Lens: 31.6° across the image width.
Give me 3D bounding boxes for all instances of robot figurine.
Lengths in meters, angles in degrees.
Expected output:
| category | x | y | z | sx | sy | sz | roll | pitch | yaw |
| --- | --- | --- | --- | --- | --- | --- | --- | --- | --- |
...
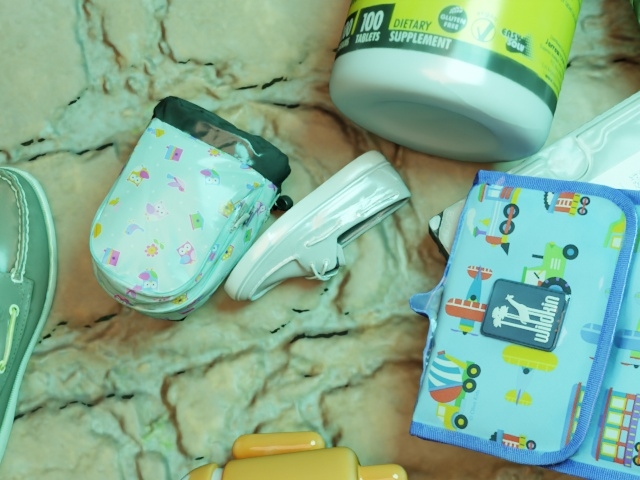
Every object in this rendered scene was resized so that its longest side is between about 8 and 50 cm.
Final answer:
| category | x | y | z | sx | sy | sz | roll | pitch | yaw |
| --- | --- | --- | --- | --- | --- | --- | --- | --- | --- |
| robot figurine | -0.033 | 0.237 | 0.912 | 0.219 | 0.128 | 0.158 | -8 | 85 | 5 |

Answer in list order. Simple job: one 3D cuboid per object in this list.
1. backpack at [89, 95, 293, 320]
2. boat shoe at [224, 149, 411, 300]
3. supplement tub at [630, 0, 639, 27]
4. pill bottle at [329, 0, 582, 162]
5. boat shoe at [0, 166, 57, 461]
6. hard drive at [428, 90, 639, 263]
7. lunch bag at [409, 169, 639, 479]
| category | x | y | z | sx | sy | sz | roll | pitch | yaw |
| --- | --- | --- | --- | --- | --- | --- | --- | --- | --- |
| backpack | -0.125 | -0.023 | 0.978 | 0.152 | 0.115 | 0.182 | 27 | 79 | 12 |
| boat shoe | 0.000 | 0.000 | 0.993 | 0.184 | 0.066 | 0.063 | -39 | 77 | -12 |
| supplement tub | 0.309 | -0.235 | 0.941 | 0.117 | 0.117 | 0.190 | -10 | 53 | 4 |
| pill bottle | 0.136 | -0.250 | 0.956 | 0.188 | 0.188 | 0.334 | 14 | 80 | 9 |
| boat shoe | -0.308 | 0.076 | 0.992 | 0.109 | 0.091 | 0.305 | 8 | 80 | 8 |
| hard drive | 0.293 | -0.004 | 0.958 | 0.339 | 0.064 | 0.237 | -31 | 77 | 1 |
| lunch bag | 0.213 | 0.072 | 0.871 | 0.293 | 0.138 | 0.221 | 10 | 81 | 21 |
